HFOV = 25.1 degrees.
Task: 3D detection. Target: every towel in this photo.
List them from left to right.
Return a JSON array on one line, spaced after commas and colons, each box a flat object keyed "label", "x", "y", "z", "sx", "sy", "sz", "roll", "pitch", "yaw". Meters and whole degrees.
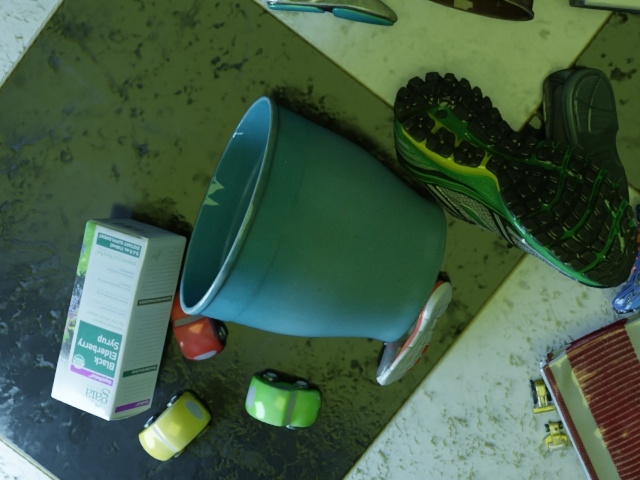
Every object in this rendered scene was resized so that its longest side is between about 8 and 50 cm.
[{"label": "towel", "x": 0.464, "y": 0.186, "z": 1.805, "sx": 0.329, "sy": 0.037, "sz": 0.237, "roll": -25, "pitch": 97, "yaw": 0}]

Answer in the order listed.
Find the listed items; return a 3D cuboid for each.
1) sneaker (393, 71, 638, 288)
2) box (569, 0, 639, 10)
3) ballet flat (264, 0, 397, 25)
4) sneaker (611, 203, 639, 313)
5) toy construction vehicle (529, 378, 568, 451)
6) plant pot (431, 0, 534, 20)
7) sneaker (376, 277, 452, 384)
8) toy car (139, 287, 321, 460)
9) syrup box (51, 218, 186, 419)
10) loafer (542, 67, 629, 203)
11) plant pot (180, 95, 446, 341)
[{"label": "sneaker", "x": 0.233, "y": -0.062, "z": 1.722, "sx": 0.343, "sy": 0.146, "sz": 0.134, "roll": 41, "pitch": 70, "yaw": 17}, {"label": "box", "x": 0.421, "y": -0.327, "z": 1.688, "sx": 0.232, "sy": 0.148, "sz": 0.127, "roll": 6, "pitch": 99, "yaw": 1}, {"label": "ballet flat", "x": 0.014, "y": -0.301, "z": 1.761, "sx": 0.168, "sy": 0.057, "sz": 0.052, "roll": 9, "pitch": 89, "yaw": 1}, {"label": "sneaker", "x": 0.421, "y": -0.007, "z": 1.782, "sx": 0.087, "sy": 0.083, "sz": 0.221, "roll": 32, "pitch": 94, "yaw": 11}, {"label": "toy construction vehicle", "x": 0.316, "y": 0.222, "z": 1.835, "sx": 0.086, "sy": 0.035, "sz": 0.098, "roll": -9, "pitch": 98, "yaw": 4}, {"label": "plant pot", "x": 0.194, "y": -0.362, "z": 1.697, "sx": 0.167, "sy": 0.167, "sz": 0.165, "roll": 16, "pitch": 90, "yaw": 0}, {"label": "sneaker", "x": 0.107, "y": 0.109, "z": 1.827, "sx": 0.065, "sy": 0.061, "sz": 0.158, "roll": 34, "pitch": 99, "yaw": 25}, {"label": "toy car", "x": -0.110, "y": 0.193, "z": 1.842, "sx": 0.225, "sy": 0.053, "sz": 0.239, "roll": 14, "pitch": 99, "yaw": 1}, {"label": "syrup box", "x": -0.253, "y": 0.097, "z": 1.802, "sx": 0.093, "sy": 0.096, "sz": 0.237, "roll": 18, "pitch": 99, "yaw": 25}, {"label": "loafer", "x": 0.322, "y": -0.082, "z": 1.778, "sx": 0.096, "sy": 0.084, "sz": 0.267, "roll": -11, "pitch": 104, "yaw": -27}, {"label": "plant pot", "x": 0.000, "y": 0.000, "z": 1.717, "sx": 0.255, "sy": 0.271, "sz": 0.272, "roll": 21, "pitch": 100, "yaw": -16}]
